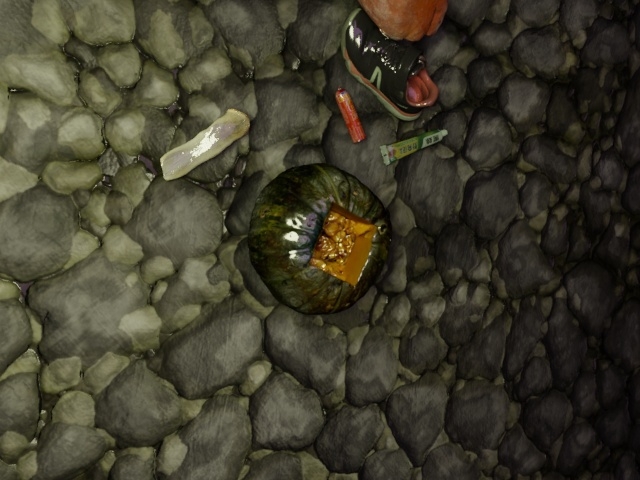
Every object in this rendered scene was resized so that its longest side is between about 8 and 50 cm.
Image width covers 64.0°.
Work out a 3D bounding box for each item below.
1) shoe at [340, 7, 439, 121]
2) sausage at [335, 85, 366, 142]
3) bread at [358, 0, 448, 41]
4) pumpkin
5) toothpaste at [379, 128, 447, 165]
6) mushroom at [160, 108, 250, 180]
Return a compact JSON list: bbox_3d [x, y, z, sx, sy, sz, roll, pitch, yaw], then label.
[{"bbox_3d":[0.161,-0.385,1.139,0.291,0.137,0.114,42,74,-25],"label":"shoe"},{"bbox_3d":[0.065,-0.286,1.155,0.034,0.034,0.129,-32,110,-23],"label":"sausage"},{"bbox_3d":[0.147,-0.544,1.069,0.190,0.123,0.244,-26,76,-37],"label":"bread"},{"bbox_3d":[0.000,0.000,1.057,0.321,0.192,0.320,-5,100,-28],"label":"pumpkin"},{"bbox_3d":[0.232,-0.237,1.258,0.204,0.031,0.049,-23,106,-23],"label":"toothpaste"},{"bbox_3d":[-0.226,-0.184,0.995,0.202,0.054,0.059,-40,107,-15],"label":"mushroom"}]
